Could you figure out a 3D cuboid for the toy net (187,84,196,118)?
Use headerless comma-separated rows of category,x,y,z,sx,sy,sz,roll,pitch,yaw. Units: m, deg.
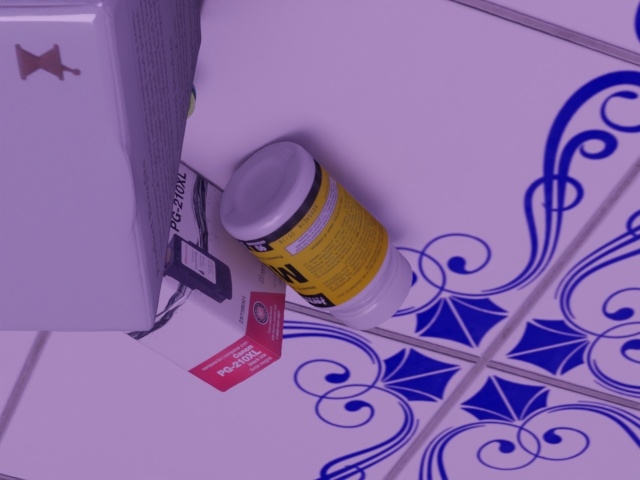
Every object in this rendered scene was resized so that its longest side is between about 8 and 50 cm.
toy net,-0.240,-0.170,1.651,0.232,0.045,0.122,-1,138,4

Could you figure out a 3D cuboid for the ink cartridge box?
ink cartridge box,-0.152,0.023,1.767,0.100,0.172,0.237,-32,127,33

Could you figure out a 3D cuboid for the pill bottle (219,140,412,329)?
pill bottle,0.000,0.000,1.772,0.119,0.119,0.208,-25,131,28

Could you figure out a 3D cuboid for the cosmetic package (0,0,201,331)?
cosmetic package,-0.286,-0.175,1.373,0.327,0.394,0.329,1,133,3
